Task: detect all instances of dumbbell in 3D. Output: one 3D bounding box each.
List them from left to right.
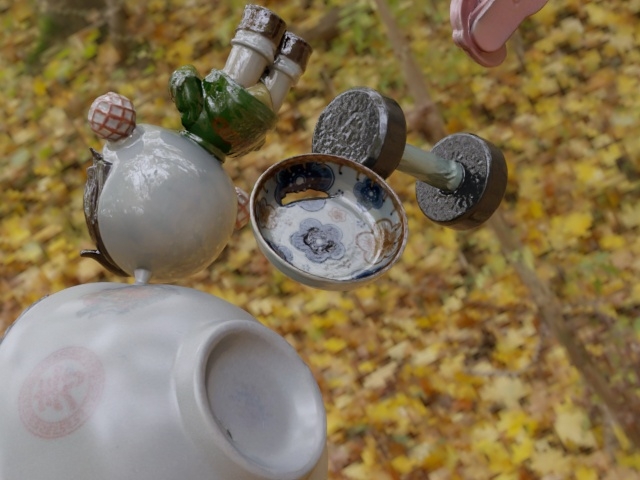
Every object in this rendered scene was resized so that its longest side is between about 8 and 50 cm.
[{"bbox_3d":[0.089,-0.078,1.338,0.100,0.191,0.100,-17,65,42],"label":"dumbbell"}]

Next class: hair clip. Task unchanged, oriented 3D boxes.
[{"bbox_3d":[0.186,-0.264,1.539,0.138,0.123,0.102,-53,29,-6],"label":"hair clip"}]

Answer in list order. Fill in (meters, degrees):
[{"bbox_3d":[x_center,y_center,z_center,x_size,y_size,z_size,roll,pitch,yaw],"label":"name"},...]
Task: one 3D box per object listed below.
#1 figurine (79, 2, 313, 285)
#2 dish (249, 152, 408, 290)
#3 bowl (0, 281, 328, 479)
[{"bbox_3d":[-0.145,-0.099,1.605,0.167,0.281,0.370,28,82,44],"label":"figurine"},{"bbox_3d":[0.000,0.000,1.209,0.141,0.141,0.078,-45,-14,-36],"label":"dish"},{"bbox_3d":[-0.097,0.161,1.144,0.157,0.345,0.345,-32,16,36],"label":"bowl"}]
